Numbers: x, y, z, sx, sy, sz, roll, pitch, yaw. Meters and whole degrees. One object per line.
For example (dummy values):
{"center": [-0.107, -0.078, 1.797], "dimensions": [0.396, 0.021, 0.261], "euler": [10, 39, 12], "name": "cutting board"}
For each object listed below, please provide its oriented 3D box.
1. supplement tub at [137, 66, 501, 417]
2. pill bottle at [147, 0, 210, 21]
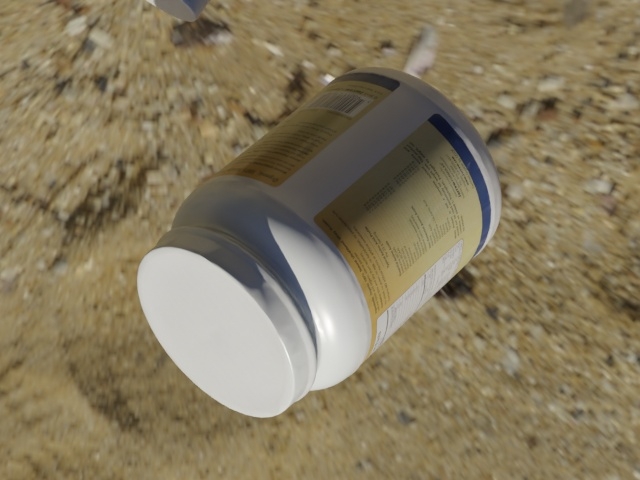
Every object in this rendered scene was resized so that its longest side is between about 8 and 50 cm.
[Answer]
{"center": [0.000, 0.000, 1.693], "dimensions": [0.316, 0.228, 0.228], "euler": [-41, 103, -33], "name": "supplement tub"}
{"center": [-0.108, -0.329, 1.752], "dimensions": [0.119, 0.119, 0.208], "euler": [34, 80, -10], "name": "pill bottle"}
